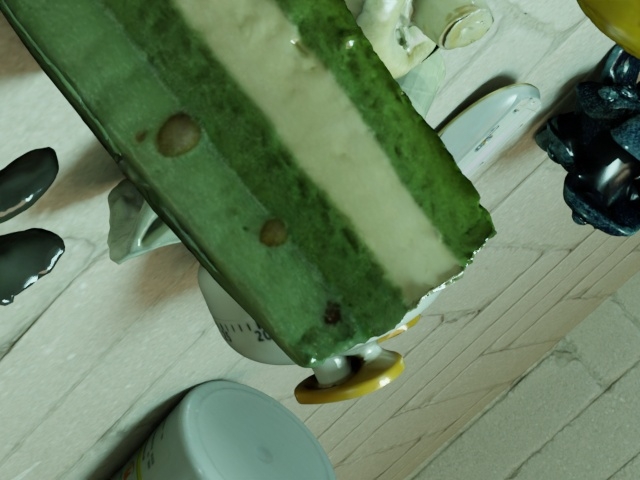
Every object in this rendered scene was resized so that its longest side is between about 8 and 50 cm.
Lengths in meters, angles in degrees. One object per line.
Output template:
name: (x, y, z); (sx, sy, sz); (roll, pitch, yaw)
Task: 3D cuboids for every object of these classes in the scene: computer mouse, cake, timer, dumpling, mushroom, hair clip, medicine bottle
computer mouse: (0.157, -0.103, 1.417); (0.199, 0.045, 0.102); (-45, 161, 19)
cake: (-0.040, -0.070, 0.748); (0.158, 0.283, 0.172); (-37, 179, -6)
timer: (0.000, 0.000, 1.171); (0.234, 0.240, 0.233); (-21, -167, 5)
dumpling: (-0.071, -0.061, 0.978); (0.229, 0.124, 0.151); (-32, -162, -11)
mushroom: (0.069, -0.181, 0.924); (0.154, 0.122, 0.154); (-37, 154, -21)
hair clip: (0.396, -0.122, 1.595); (0.310, 0.206, 0.194); (-9, 140, -50)
medicine bottle: (-0.133, 0.327, 1.585); (0.232, 0.238, 0.238); (-49, 160, 24)

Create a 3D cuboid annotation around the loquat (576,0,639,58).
loquat: (0.301, -0.247, 1.055); (0.244, 0.244, 0.244); (-35, 162, -13)

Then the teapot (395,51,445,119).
teapot: (0.015, -0.076, 1.049); (0.200, 0.107, 0.077); (-65, 158, -15)

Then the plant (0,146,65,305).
plant: (-0.264, 0.030, 0.659); (0.276, 0.188, 0.199); (-42, 163, 9)
